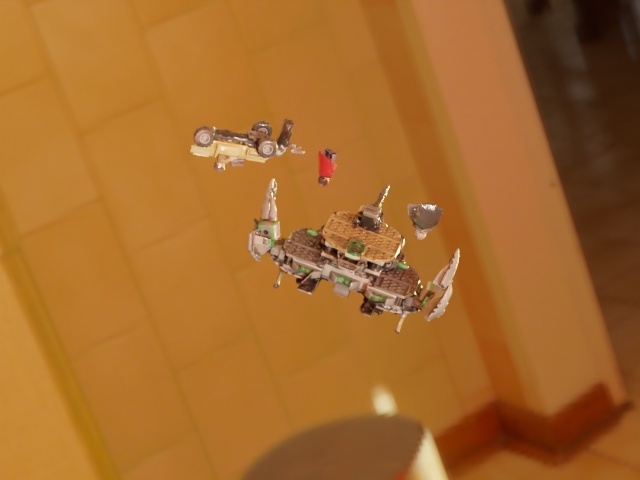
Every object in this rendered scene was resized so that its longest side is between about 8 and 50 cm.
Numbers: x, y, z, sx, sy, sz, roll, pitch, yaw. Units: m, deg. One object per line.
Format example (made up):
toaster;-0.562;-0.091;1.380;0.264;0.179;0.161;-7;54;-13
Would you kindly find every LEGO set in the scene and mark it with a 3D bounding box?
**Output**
LEGO set;0.001;-0.001;0.382;0.054;0.023;0.083;4;27;-23
